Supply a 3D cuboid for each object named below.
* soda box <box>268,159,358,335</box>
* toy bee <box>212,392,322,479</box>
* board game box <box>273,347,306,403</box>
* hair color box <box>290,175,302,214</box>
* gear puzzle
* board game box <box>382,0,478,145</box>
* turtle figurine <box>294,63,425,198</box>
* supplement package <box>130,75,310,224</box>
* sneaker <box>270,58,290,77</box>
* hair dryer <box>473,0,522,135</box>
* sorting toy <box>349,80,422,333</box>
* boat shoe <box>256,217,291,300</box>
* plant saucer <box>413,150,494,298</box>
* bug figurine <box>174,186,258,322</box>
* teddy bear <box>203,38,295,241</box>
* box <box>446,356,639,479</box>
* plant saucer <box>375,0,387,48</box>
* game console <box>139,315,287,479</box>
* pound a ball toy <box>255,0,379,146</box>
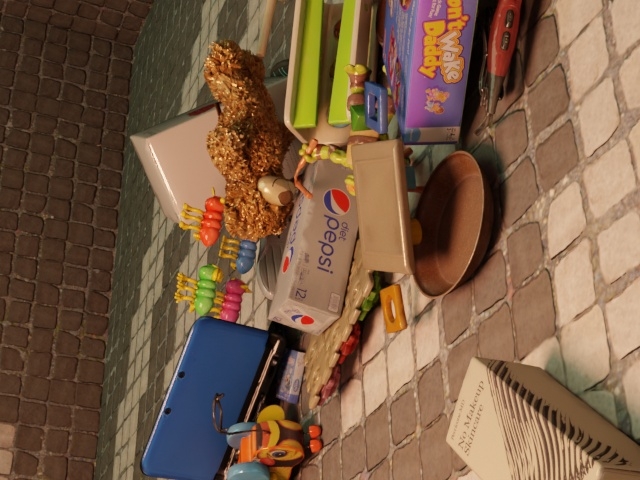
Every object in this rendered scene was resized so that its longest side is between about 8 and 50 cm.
[{"bbox_3d":[0.000,0.000,1.800,0.098,0.091,0.286,133,153,-58],"label":"soda box"},{"bbox_3d":[-0.076,0.356,1.836,0.298,0.162,0.195,82,-176,-73],"label":"toy bee"},{"bbox_3d":[-0.055,0.237,1.983,0.090,0.020,0.090,179,103,-70],"label":"board game box"},{"bbox_3d":[-0.079,-0.086,2.114,0.053,0.093,0.167,62,168,-18],"label":"hair color box"},{"bbox_3d":[0.058,0.091,1.740,0.175,0.044,0.339,-99,31,-65],"label":"gear puzzle"},{"bbox_3d":[0.146,-0.334,1.503,0.233,0.078,0.347,-98,8,-49],"label":"board game box"},{"bbox_3d":[0.082,-0.156,1.720,0.269,0.087,0.217,8,85,45],"label":"turtle figurine"},{"bbox_3d":[-0.172,-0.169,2.069,0.175,0.293,0.177,68,165,-14],"label":"supplement package"},{"bbox_3d":[-0.028,-0.291,2.094,0.267,0.101,0.106,152,124,-65],"label":"sneaker"},{"bbox_3d":[0.247,-0.292,1.413,0.293,0.080,0.223,104,163,-53],"label":"hair dryer"},{"bbox_3d":[0.096,-0.046,1.554,0.196,0.047,0.347,-173,77,-73],"label":"sorting toy"},{"bbox_3d":[-0.078,0.045,2.095,0.226,0.083,0.075,-88,5,-49],"label":"boat shoe"},{"bbox_3d":[0.178,-0.018,1.481,0.198,0.036,0.198,-169,90,-71],"label":"plant saucer"},{"bbox_3d":[-0.168,0.038,1.960,0.279,0.072,0.216,45,-126,-69],"label":"bug figurine"},{"bbox_3d":[-0.110,-0.172,1.867,0.245,0.113,0.338,50,-148,-61],"label":"teddy bear"},{"bbox_3d":[0.231,0.218,1.122,0.275,0.094,0.113,-141,65,-67],"label":"box"},{"bbox_3d":[0.129,-0.382,1.827,0.168,0.029,0.168,-168,90,-69],"label":"plant saucer"},{"bbox_3d":[-0.188,0.270,1.990,0.250,0.173,0.293,-127,59,-82],"label":"game console"},{"bbox_3d":[-0.003,-0.321,1.922,0.208,0.136,0.319,-4,70,24],"label":"pound a ball toy"}]
